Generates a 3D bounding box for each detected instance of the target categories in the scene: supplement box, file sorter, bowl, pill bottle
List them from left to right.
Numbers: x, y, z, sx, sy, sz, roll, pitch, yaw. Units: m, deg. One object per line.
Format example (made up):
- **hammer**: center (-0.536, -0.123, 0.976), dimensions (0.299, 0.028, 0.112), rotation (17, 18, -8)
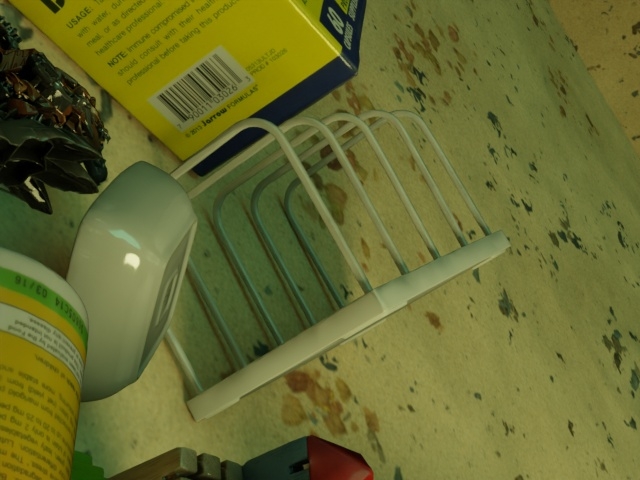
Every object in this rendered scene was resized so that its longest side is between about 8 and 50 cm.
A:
- **pill bottle**: center (-0.190, 0.132, 0.453), dimensions (0.136, 0.136, 0.246), rotation (34, 39, -38)
- **bowl**: center (-0.124, 0.029, 0.628), dimensions (0.053, 0.142, 0.142), rotation (18, 21, -1)
- **supplement box**: center (-0.141, -0.265, 0.813), dimensions (0.356, 0.195, 0.194), rotation (43, 34, -27)
- **file sorter**: center (0.000, 0.000, 0.811), dimensions (0.173, 0.193, 0.277), rotation (61, 29, 7)

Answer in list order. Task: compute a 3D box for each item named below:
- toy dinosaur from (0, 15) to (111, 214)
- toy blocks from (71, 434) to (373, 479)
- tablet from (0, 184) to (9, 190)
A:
- **toy dinosaur**: center (-0.248, -0.092, 0.570), dimensions (0.322, 0.164, 0.218), rotation (10, 46, -41)
- **toy blocks**: center (-0.039, 0.247, 0.463), dimensions (0.191, 0.261, 0.381), rotation (30, 41, -42)
- **tablet**: center (-0.235, -0.075, 0.694), dimensions (0.054, 0.006, 0.083), rotation (27, 43, -44)
